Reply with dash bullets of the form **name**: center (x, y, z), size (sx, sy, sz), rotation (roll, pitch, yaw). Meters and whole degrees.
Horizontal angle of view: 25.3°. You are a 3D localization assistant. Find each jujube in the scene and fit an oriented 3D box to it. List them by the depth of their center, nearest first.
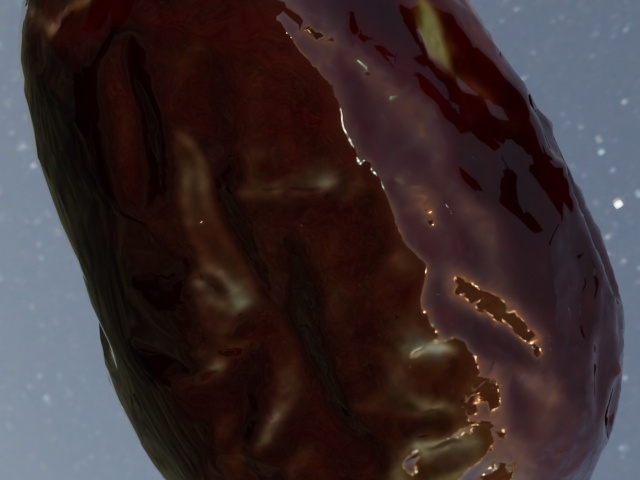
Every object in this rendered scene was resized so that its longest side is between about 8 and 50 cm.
- **jujube**: center (0.000, 0.000, 0.603), size (0.223, 0.223, 0.318), rotation (19, -39, 53)
